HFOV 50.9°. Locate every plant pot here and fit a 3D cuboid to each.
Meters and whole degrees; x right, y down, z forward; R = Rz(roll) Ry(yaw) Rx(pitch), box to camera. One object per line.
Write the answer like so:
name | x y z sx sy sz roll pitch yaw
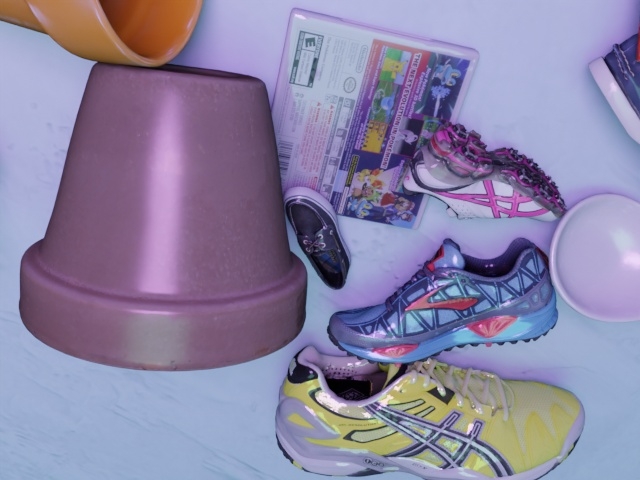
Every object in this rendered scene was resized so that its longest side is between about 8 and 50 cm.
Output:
plant pot | -0.131 -0.039 0.612 0.263 0.263 0.229 6 106 -5
plant pot | -0.209 -0.240 0.501 0.188 0.205 0.205 7 124 12

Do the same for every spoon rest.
spoon rest | 0.373 0.038 0.738 0.276 0.084 0.137 17 86 -15

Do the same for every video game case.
video game case | 0.040 -0.114 0.679 0.183 0.023 0.201 10 121 -8

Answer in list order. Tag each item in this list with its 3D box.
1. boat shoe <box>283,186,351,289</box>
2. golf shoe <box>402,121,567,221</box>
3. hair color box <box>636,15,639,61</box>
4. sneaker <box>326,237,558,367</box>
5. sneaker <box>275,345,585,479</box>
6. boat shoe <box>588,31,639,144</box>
boat shoe | 0.000 0.000 0.722 0.049 0.040 0.142 -13 137 19
golf shoe | 0.169 -0.055 0.691 0.186 0.067 0.086 19 132 -25
hair color box | 0.313 -0.223 0.565 0.072 0.043 0.141 3 92 -3
sneaker | 0.131 0.056 0.763 0.262 0.104 0.125 -11 109 -1
sneaker | 0.136 0.207 0.819 0.384 0.145 0.147 -1 123 -2
boat shoe | 0.362 -0.100 0.657 0.079 0.095 0.254 -34 109 31
